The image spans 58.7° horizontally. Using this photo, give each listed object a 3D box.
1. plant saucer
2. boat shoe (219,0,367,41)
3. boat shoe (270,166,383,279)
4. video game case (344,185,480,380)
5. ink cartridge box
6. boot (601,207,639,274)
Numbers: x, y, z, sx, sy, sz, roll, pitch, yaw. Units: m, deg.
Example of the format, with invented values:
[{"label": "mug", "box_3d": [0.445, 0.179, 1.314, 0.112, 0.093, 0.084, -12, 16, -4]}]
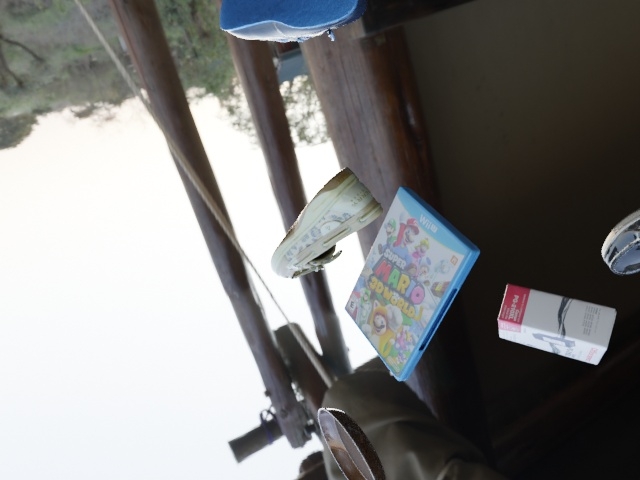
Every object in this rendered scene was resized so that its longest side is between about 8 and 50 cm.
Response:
[{"label": "plant saucer", "box_3d": [0.052, 0.331, 0.886, 0.029, 0.168, 0.168, -27, -158, -20]}, {"label": "boat shoe", "box_3d": [-0.033, -0.342, 0.826, 0.258, 0.108, 0.089, 17, -172, 37]}, {"label": "boat shoe", "box_3d": [0.000, 0.000, 0.903, 0.104, 0.089, 0.285, -45, 176, -33]}, {"label": "video game case", "box_3d": [0.086, 0.044, 0.591, 0.015, 0.166, 0.119, 2, -147, -34]}, {"label": "ink cartridge box", "box_3d": [0.556, 0.200, 1.354, 0.238, 0.172, 0.100, 14, -108, 24]}, {"label": "boot", "box_3d": [0.722, 0.051, 1.088, 0.138, 0.284, 0.377, 13, 147, -20]}]
